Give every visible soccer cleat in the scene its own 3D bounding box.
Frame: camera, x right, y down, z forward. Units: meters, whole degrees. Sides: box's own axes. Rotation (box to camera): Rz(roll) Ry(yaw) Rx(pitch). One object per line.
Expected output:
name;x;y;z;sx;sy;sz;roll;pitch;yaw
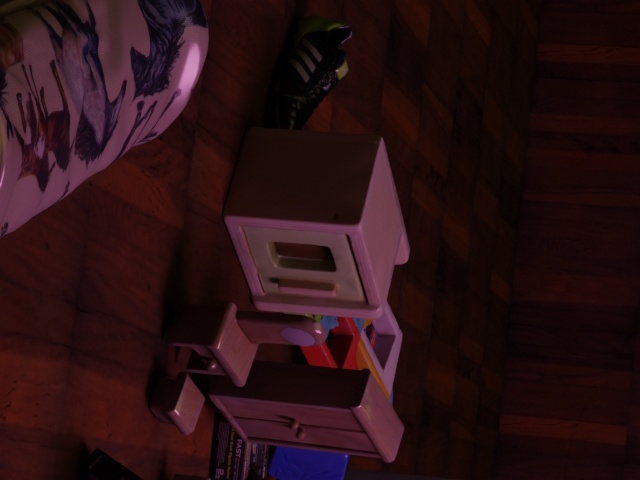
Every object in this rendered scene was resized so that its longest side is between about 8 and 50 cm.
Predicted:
soccer cleat;-0.008;-0.184;2.183;0.060;0.072;0.179;75;25;-51

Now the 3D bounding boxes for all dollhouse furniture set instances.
dollhouse furniture set;-0.063;0.287;1.875;0.303;0.173;0.356;59;41;-49

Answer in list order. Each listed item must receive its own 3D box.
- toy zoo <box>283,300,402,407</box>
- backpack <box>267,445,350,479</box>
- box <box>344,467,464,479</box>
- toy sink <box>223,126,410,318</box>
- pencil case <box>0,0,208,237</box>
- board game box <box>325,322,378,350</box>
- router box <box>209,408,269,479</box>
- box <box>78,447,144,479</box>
toy zoo;0.034;0.109;2.366;0.293;0.030;0.192;65;30;-33
backpack;-0.013;0.236;2.257;0.120;0.098;0.101;-76;-174;-60
box;0.075;0.476;2.415;0.168;0.215;0.345;-34;126;-71
toy sink;0.000;0.000;2.120;0.234;0.152;0.131;74;25;-55
pencil case;-0.209;-0.107;1.287;0.410;0.159;0.184;-44;149;-68
board game box;0.043;0.152;2.519;0.210;0.047;0.160;77;23;-45
router box;-0.083;0.203;2.085;0.092;0.038;0.123;23;72;-75
box;-0.134;0.257;1.692;0.029;0.162;0.116;-47;148;-24
